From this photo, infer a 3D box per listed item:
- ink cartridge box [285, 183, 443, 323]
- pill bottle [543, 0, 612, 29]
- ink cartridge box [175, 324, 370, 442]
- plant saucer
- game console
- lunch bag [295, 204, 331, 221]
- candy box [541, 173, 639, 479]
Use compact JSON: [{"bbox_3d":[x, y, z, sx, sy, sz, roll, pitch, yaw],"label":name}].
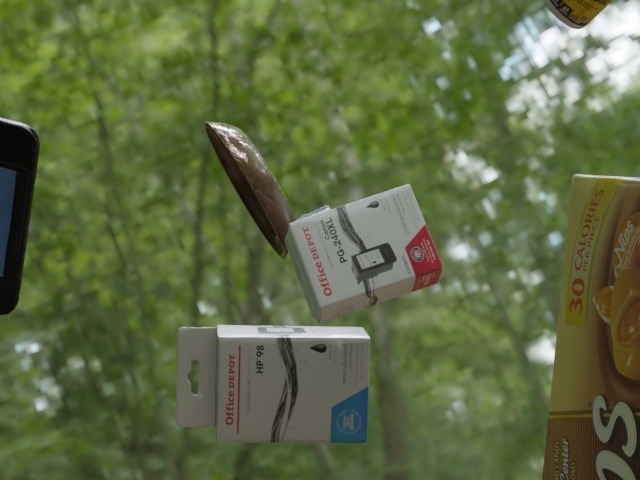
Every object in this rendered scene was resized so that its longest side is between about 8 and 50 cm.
[{"bbox_3d":[0.048,0.015,1.877,0.150,0.109,0.063,-19,-15,-9],"label":"ink cartridge box"},{"bbox_3d":[0.292,-0.282,1.740,0.065,0.065,0.116,2,-38,-46],"label":"pill bottle"},{"bbox_3d":[-0.046,0.136,1.567,0.180,0.104,0.060,0,8,-6],"label":"ink cartridge box"},{"bbox_3d":[-0.080,-0.069,2.059,0.036,0.198,0.198,-30,-23,-6],"label":"plant saucer"},{"bbox_3d":[-0.269,-0.015,1.128,0.085,0.124,0.144,-56,-21,-67],"label":"game console"},{"bbox_3d":[0.000,0.000,2.153,0.083,0.071,0.053,-24,-24,-46],"label":"lunch bag"},{"bbox_3d":[0.228,0.120,1.038,0.088,0.316,0.183,4,2,-29],"label":"candy box"}]
